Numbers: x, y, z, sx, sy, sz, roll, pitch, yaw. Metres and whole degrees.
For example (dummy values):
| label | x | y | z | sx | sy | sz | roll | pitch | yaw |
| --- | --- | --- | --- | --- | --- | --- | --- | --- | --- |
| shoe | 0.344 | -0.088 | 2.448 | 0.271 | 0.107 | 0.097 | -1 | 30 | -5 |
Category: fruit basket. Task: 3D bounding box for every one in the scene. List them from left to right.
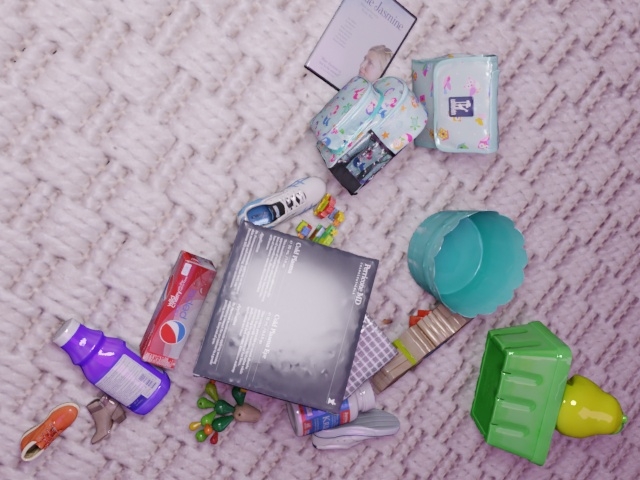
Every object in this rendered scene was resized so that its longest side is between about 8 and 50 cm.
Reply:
| label | x | y | z | sx | sy | sz | roll | pitch | yaw |
| --- | --- | --- | --- | --- | --- | --- | --- | --- | --- |
| fruit basket | 0.661 | 0.446 | 1.720 | 0.392 | 0.283 | 0.392 | -1 | 104 | -3 |

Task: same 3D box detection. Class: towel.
| label | x | y | z | sx | sy | sz | roll | pitch | yaw |
| --- | --- | --- | --- | --- | --- | --- | --- | --- | --- |
| towel | 0.022 | 0.244 | 1.486 | 0.235 | 0.121 | 0.284 | -40 | 90 | -5 |

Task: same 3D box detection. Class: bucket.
| label | x | y | z | sx | sy | sz | roll | pitch | yaw |
| --- | --- | --- | --- | --- | --- | --- | --- | --- | --- |
| bucket | 0.375 | 0.048 | 1.553 | 0.281 | 0.183 | 0.281 | -3 | 100 | -17 |

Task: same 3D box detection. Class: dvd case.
| label | x | y | z | sx | sy | sz | roll | pitch | yaw |
| --- | --- | --- | --- | --- | --- | --- | --- | --- | --- |
| dvd case | 0.098 | -0.471 | 1.410 | 0.180 | 0.022 | 0.253 | 30 | 94 | -24 |

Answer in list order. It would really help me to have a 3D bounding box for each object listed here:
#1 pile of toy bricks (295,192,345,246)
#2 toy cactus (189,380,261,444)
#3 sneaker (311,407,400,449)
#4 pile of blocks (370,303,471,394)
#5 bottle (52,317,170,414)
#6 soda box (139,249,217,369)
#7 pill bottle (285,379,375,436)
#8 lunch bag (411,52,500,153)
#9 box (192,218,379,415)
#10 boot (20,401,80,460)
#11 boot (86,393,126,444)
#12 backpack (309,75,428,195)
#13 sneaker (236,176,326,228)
| label | x | y | z | sx | sy | sz | roll | pitch | yaw |
| --- | --- | --- | --- | --- | --- | --- | --- | --- | --- |
| pile of toy bricks | 0.000 | 0.000 | 1.465 | 0.118 | 0.105 | 0.212 | 34 | 93 | -24 |
| toy cactus | -0.229 | 0.432 | 1.522 | 0.180 | 0.112 | 0.219 | 26 | 87 | -33 |
| sneaker | 0.095 | 0.533 | 1.669 | 0.258 | 0.094 | 0.091 | 2 | 118 | -13 |
| pile of blocks | 0.265 | 0.272 | 1.650 | 0.362 | 0.149 | 0.113 | -33 | 70 | -17 |
| bottle | -0.487 | 0.290 | 1.387 | 0.118 | 0.092 | 0.283 | -47 | 114 | -2 |
| soda box | -0.338 | 0.163 | 1.402 | 0.083 | 0.092 | 0.263 | 23 | 96 | -24 |
| pill bottle | 0.027 | 0.435 | 1.588 | 0.221 | 0.124 | 0.124 | -12 | 109 | -15 |
| lunch bag | 0.327 | -0.324 | 1.400 | 0.160 | 0.262 | 0.223 | -10 | 109 | -16 |
| box | -0.073 | 0.172 | 1.310 | 0.312 | 0.179 | 0.343 | 17 | 77 | -1 |
| boot | -0.630 | 0.448 | 1.389 | 0.158 | 0.084 | 0.059 | -40 | 112 | -6 |
| boot | -0.535 | 0.428 | 1.443 | 0.118 | 0.042 | 0.087 | -40 | 107 | -6 |
| backpack | 0.108 | -0.261 | 1.352 | 0.253 | 0.225 | 0.191 | -37 | 117 | 10 |
| sneaker | -0.087 | -0.082 | 1.424 | 0.237 | 0.086 | 0.085 | -26 | 110 | -12 |
